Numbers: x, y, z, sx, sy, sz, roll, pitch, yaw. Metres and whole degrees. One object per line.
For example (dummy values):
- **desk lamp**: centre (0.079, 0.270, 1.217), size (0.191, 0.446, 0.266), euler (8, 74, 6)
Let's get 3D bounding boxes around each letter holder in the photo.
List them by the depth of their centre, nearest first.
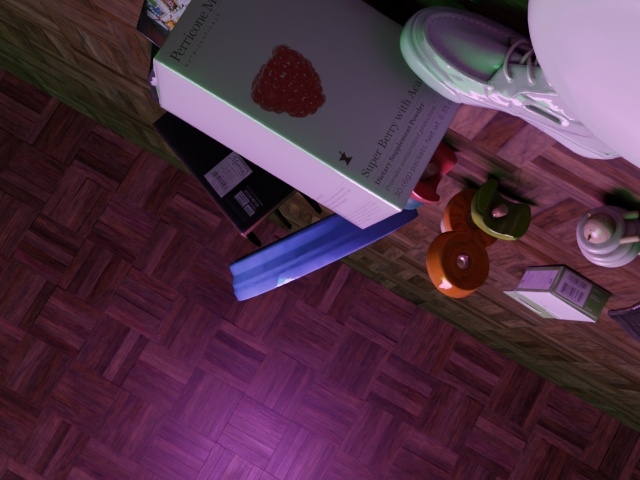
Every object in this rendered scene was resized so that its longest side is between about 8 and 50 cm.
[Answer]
- **letter holder**: centre (-0.156, -0.140, 1.507), size (0.302, 0.152, 0.214), euler (49, 180, 19)

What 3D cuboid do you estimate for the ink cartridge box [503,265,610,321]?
- **ink cartridge box**: centre (0.455, 0.103, 1.475), size (0.109, 0.062, 0.209), euler (31, 172, -6)

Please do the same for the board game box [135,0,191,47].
- **board game box**: centre (-0.125, -0.264, 1.005), size (0.259, 0.030, 0.136), euler (38, 128, 6)

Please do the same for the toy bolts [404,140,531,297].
- **toy bolts**: centre (0.173, -0.029, 1.186), size (0.228, 0.218, 0.158), euler (39, 156, -13)

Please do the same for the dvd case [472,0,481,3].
- **dvd case**: centre (0.057, -0.297, 0.604), size (0.253, 0.022, 0.180), euler (31, 171, -5)

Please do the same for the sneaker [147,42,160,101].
- **sneaker**: centre (-0.283, -0.329, 1.481), size (0.097, 0.084, 0.234), euler (7, 176, -8)

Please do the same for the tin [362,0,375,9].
- **tin**: centre (0.037, -0.249, 0.910), size (0.106, 0.040, 0.189), euler (28, 172, 39)

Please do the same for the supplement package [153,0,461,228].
- **supplement package**: centre (-0.014, -0.167, 0.843), size (0.292, 0.178, 0.175), euler (30, 171, -6)

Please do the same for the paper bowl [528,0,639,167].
- **paper bowl**: centre (0.234, -0.129, 0.421), size (0.284, 0.148, 0.284), euler (40, 175, 4)

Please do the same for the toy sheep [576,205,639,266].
- **toy sheep**: centre (0.388, -0.004, 1.003), size (0.091, 0.091, 0.132), euler (22, 174, 42)

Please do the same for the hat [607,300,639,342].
- **hat**: centre (0.486, 0.048, 0.806), size (0.331, 0.134, 0.331), euler (11, 164, 3)

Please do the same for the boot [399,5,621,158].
- **boot**: centre (0.207, -0.165, 0.701), size (0.258, 0.095, 0.123), euler (22, 166, -7)

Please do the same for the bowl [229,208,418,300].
- **bowl**: centre (0.000, 0.000, 1.477), size (0.077, 0.391, 0.391), euler (64, 169, -2)
